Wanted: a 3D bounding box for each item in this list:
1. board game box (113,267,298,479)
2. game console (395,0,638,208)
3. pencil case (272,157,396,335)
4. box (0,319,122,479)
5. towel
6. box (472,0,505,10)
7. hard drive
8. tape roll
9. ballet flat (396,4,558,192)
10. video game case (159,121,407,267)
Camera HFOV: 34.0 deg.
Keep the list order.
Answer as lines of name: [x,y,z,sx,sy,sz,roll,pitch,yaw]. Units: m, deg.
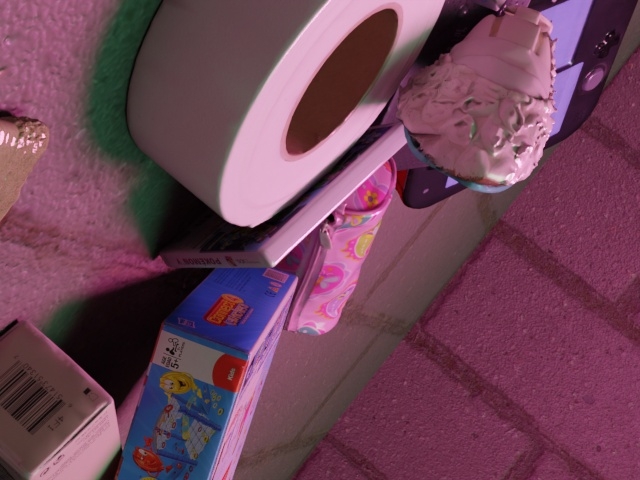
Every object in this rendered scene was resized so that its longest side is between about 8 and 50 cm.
board game box: [-0.127,0.194,1.085,0.308,0.086,0.302,-58,167,-78]
game console: [0.274,-0.218,1.448,0.386,0.060,0.342,-26,152,-26]
pencil case: [0.000,0.000,1.233,0.124,0.124,0.284,-42,165,-34]
box: [-0.248,0.185,0.945,0.094,0.113,0.275,-44,164,-25]
towel: [-0.232,-0.018,0.630,0.148,0.027,0.110,-52,166,11]
box: [0.213,-0.351,1.074,0.186,0.038,0.145,-47,143,-16]
hard drive: [0.133,-0.194,1.214,0.172,0.054,0.255,-12,138,-44]
tape roll: [-0.019,-0.149,0.828,0.286,0.100,0.286,-48,167,-15]
ballet flat: [0.168,-0.162,1.013,0.147,0.147,0.409,-56,179,22]
video game case: [-0.036,-0.041,0.993,0.201,0.023,0.183,-43,-157,-29]
